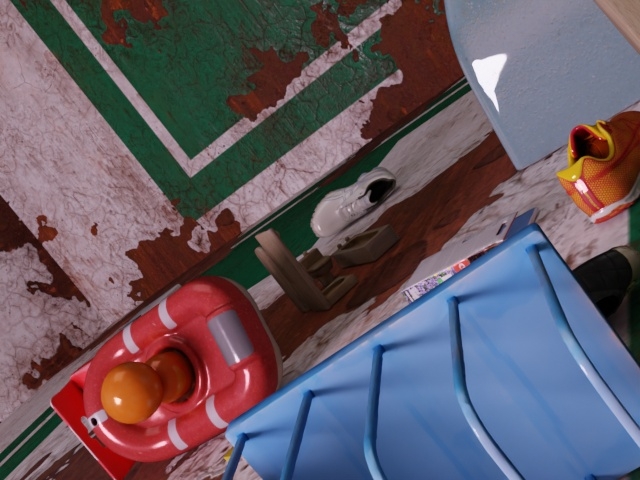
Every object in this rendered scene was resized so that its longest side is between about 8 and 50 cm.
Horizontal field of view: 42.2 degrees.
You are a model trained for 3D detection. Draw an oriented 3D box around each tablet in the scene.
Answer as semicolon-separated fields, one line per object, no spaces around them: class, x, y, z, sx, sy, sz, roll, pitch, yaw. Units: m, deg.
tablet;0.170;-0.002;0.796;0.083;0.006;0.054;-31;10;35

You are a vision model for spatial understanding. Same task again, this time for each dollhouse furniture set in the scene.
dollhouse furniture set;0.000;0.000;1.104;0.151;0.123;0.144;-41;9;-21

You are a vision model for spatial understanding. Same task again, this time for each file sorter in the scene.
file sorter;0.052;0.100;0.332;0.170;0.118;0.104;-35;11;17

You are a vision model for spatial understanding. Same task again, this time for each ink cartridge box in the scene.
ink cartridge box;-0.210;0.170;1.026;0.078;0.134;0.231;-33;10;28
ink cartridge box;0.132;0.021;0.752;0.115;0.029;0.063;-31;10;36

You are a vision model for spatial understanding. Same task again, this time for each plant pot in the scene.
plant pot;0.286;-0.282;0.995;0.247;0.252;0.248;-32;10;32

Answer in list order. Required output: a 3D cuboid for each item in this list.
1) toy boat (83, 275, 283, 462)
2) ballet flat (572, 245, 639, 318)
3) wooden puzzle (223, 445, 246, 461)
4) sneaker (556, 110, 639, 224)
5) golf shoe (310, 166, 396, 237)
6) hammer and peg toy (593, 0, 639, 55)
toy boat;-0.161;0.142;0.838;0.231;0.151;0.151;-34;-11;29
ballet flat;0.138;0.063;0.474;0.173;0.049;0.057;-40;-34;-26
wooden puzzle;-0.033;0.162;0.735;0.116;0.014;0.078;-31;15;43
sneaker;0.244;-0.080;0.694;0.064;0.067;0.175;-34;7;36
golf shoe;0.059;-0.068;1.459;0.176;0.069;0.086;-39;14;-5
hammer and peg toy;0.297;-0.286;0.618;0.266;0.361;0.127;-36;-12;7
